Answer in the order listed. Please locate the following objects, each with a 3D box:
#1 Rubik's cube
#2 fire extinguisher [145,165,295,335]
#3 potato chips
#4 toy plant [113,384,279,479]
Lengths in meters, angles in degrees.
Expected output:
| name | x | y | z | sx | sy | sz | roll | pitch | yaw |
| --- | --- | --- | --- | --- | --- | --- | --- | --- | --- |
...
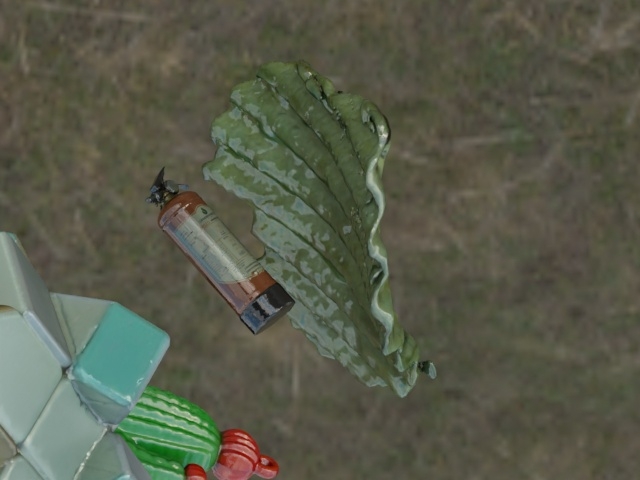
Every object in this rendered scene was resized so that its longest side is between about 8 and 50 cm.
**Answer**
| name | x | y | z | sx | sy | sz | roll | pitch | yaw |
| --- | --- | --- | --- | --- | --- | --- | --- | --- | --- |
| Rubik's cube | -0.217 | 0.129 | 1.200 | 0.213 | 0.224 | 0.265 | 7 | 136 | 31 |
| fire extinguisher | -0.097 | 0.005 | 1.692 | 0.177 | 0.062 | 0.050 | 49 | 124 | 9 |
| potato chips | 0.004 | 0.000 | 2.012 | 0.097 | 0.389 | 0.373 | -22 | 111 | -21 |
| toy plant | -0.169 | 0.199 | 1.886 | 0.240 | 0.154 | 0.088 | 27 | 109 | 12 |
